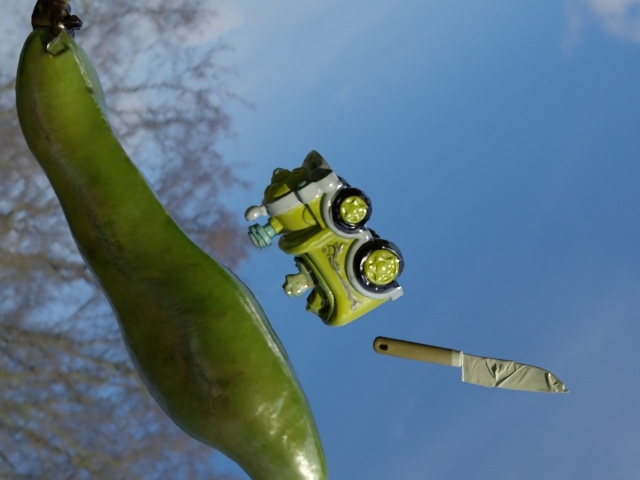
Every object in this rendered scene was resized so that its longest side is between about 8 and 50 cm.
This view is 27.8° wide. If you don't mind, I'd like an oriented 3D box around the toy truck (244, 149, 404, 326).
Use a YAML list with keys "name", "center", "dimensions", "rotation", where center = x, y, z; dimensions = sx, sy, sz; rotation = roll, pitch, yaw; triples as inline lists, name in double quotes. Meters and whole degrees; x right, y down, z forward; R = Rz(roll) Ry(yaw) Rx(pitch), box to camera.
- name: "toy truck"
  center: [0.000, 0.000, 0.833]
  dimensions: [0.077, 0.111, 0.076]
  rotation: [-32, -167, -4]

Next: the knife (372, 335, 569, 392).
- name: "knife"
  center: [0.206, 0.177, 1.803]
  dimensions: [0.297, 0.047, 0.017]
  rotation: [8, -176, 28]

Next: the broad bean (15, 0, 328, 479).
- name: "broad bean"
  center: [-0.086, 0.002, 0.641]
  dimensions: [0.075, 0.325, 0.067]
  rotation: [-30, 176, 7]
